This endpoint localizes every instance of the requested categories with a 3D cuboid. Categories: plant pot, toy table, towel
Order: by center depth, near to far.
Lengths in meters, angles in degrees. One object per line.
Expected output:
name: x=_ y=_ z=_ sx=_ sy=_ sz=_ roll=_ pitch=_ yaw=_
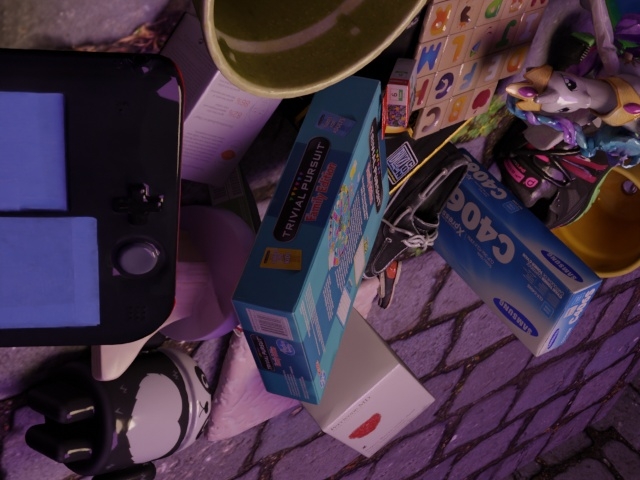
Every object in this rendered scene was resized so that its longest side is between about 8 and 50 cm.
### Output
plant pot: x=-0.056 y=-0.315 z=0.915 sx=0.276 sy=0.254 sz=0.276 roll=-30 pitch=148 yaw=-21
toy table: x=-0.214 y=0.044 z=1.248 sx=0.161 sy=0.252 sz=0.274 roll=1 pitch=163 yaw=-39
towel: x=-0.057 y=0.211 z=1.834 sx=0.317 sy=0.053 sz=0.332 roll=-21 pitch=145 yaw=-35
plant pot: x=0.611 y=-0.081 z=2.082 sx=0.239 sy=0.254 sz=0.254 roll=-32 pitch=154 yaw=-49

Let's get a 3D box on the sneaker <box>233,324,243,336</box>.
sneaker: x=-0.152 y=0.119 z=1.576 sx=0.118 sy=0.067 sz=0.042 roll=-2 pitch=131 yaw=-50

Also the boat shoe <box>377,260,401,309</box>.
boat shoe: x=0.122 y=0.081 z=1.888 sx=0.043 sy=0.049 sz=0.137 roll=9 pitch=141 yaw=-1

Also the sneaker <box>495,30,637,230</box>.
sneaker: x=0.433 y=-0.159 z=1.798 sx=0.202 sy=0.185 sz=0.482 roll=-31 pitch=148 yaw=-25

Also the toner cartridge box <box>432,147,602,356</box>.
toner cartridge box: x=0.305 y=0.015 z=1.705 sx=0.075 sy=0.348 sz=0.165 roll=-20 pitch=144 yaw=-32

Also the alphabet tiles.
alphabet tiles: x=0.230 y=-0.302 z=1.387 sx=0.285 sy=0.011 sz=0.342 roll=-24 pitch=143 yaw=-39

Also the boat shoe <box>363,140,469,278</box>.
boat shoe: x=0.156 y=-0.036 z=1.703 sx=0.113 sy=0.105 sz=0.306 roll=-2 pitch=132 yaw=-50

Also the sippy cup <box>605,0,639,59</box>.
sippy cup: x=0.617 y=-0.423 z=1.648 sx=0.305 sy=0.240 sz=0.224 roll=-9 pitch=-173 yaw=38

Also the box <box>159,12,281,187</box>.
box: x=-0.138 y=-0.162 z=1.188 sx=0.170 sy=0.091 sz=0.130 roll=-53 pitch=150 yaw=18

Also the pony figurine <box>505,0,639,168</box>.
pony figurine: x=0.441 y=-0.237 z=1.475 sx=0.351 sy=0.364 sz=0.302 roll=-80 pitch=180 yaw=-62

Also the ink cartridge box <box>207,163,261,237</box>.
ink cartridge box: x=-0.098 y=0.017 z=1.396 sx=0.056 sy=0.171 sz=0.235 roll=-18 pitch=149 yaw=2

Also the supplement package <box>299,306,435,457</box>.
supplement package: x=0.061 y=0.252 z=1.798 sx=0.177 sy=0.175 sz=0.293 roll=-41 pitch=152 yaw=1

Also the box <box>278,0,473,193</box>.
box: x=0.094 y=-0.202 z=1.436 sx=0.257 sy=0.079 sz=0.322 roll=-41 pitch=151 yaw=1

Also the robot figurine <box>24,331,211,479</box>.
robot figurine: x=-0.290 y=0.250 z=1.472 sx=0.278 sy=0.173 sz=0.209 roll=-3 pitch=141 yaw=-48

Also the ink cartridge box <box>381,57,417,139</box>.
ink cartridge box: x=0.102 y=-0.182 z=1.285 sx=0.115 sy=0.029 sz=0.063 roll=-69 pitch=163 yaw=-52

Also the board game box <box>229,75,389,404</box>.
board game box: x=0.000 y=0.000 z=1.254 sx=0.253 sy=0.079 sz=0.336 roll=79 pitch=27 yaw=-57

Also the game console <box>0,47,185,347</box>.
game console: x=-0.331 y=-0.029 z=0.966 sx=0.387 sy=0.060 sz=0.342 roll=0 pitch=131 yaw=-12
